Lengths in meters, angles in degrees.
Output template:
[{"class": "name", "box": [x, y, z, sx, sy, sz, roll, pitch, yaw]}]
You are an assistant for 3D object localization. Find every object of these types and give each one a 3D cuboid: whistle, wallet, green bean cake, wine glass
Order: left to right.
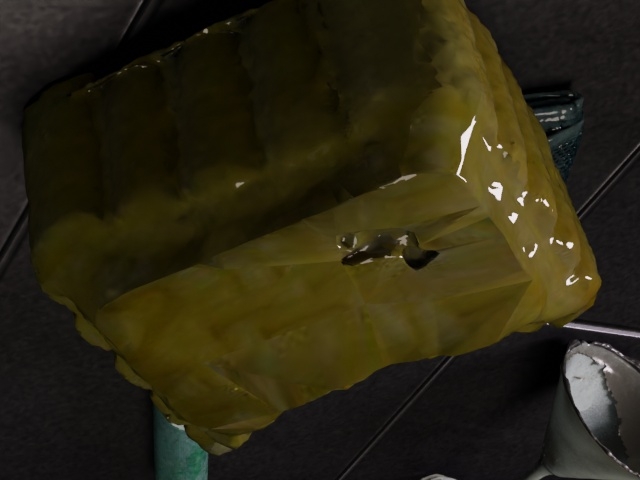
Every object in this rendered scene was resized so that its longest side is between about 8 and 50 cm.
[{"class": "whistle", "box": [-0.088, 0.116, 0.912, 0.039, 0.039, 0.186, -9, 142, -14]}, {"class": "green bean cake", "box": [0.000, 0.000, 0.714, 0.236, 0.124, 0.233, -22, 141, 14]}, {"class": "wallet", "box": [0.100, -0.030, 0.824, 0.088, 0.026, 0.129, -10, 142, -13]}, {"class": "wine glass", "box": [0.154, 0.166, 1.025, 0.122, 0.122, 0.183, 16, 131, -38]}]
